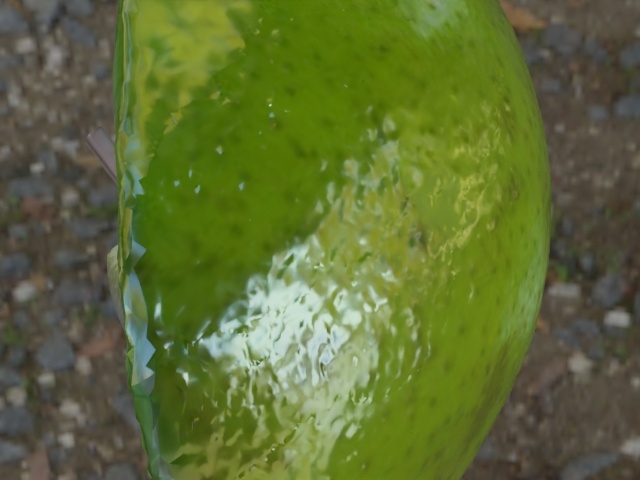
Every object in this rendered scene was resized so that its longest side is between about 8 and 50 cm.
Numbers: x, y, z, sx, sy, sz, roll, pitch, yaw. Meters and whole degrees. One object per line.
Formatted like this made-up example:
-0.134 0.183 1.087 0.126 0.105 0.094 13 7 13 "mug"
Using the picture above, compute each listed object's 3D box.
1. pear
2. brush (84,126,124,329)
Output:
0.004 0.003 0.630 0.139 0.288 0.239 -1 24 14 "pear"
-0.103 0.005 1.044 0.067 0.072 0.313 -33 29 -6 "brush"
